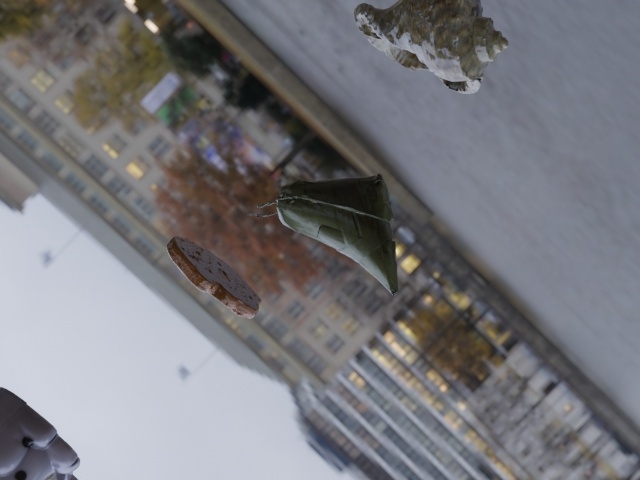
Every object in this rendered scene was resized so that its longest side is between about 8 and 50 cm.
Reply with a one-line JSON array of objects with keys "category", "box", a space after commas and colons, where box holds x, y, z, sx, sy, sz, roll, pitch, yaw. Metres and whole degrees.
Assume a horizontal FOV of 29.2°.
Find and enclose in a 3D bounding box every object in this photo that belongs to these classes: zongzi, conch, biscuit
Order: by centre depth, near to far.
[{"category": "zongzi", "box": [0.000, 0.000, 1.251, 0.062, 0.154, 0.130, 88, 178, -70]}, {"category": "biscuit", "box": [-0.111, 0.040, 1.287, 0.130, 0.019, 0.102, 33, -166, -47]}, {"category": "conch", "box": [0.128, -0.231, 1.435, 0.207, 0.130, 0.155, 10, 133, 32]}]

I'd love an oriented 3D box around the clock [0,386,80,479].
[{"category": "clock", "box": [-0.424, 0.327, 1.489, 0.189, 0.254, 0.189, 25, 144, 20]}]
